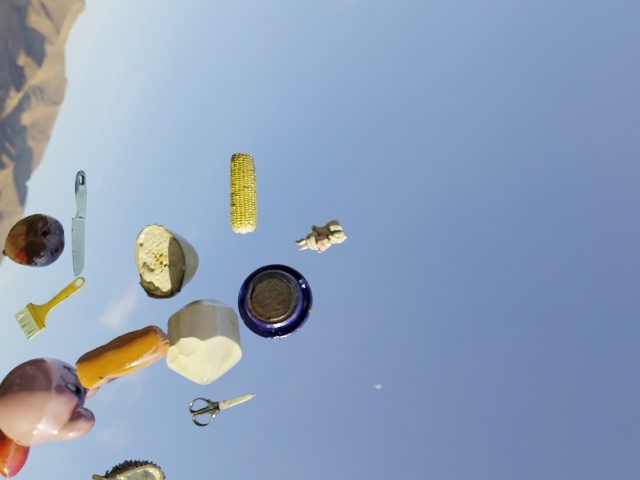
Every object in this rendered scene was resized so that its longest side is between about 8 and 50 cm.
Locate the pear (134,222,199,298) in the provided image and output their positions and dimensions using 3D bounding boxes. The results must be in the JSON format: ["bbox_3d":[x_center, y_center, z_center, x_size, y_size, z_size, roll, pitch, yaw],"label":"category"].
[{"bbox_3d":[-0.509,0.065,1.981,0.267,0.178,0.266,5,-81,34],"label":"pear"}]

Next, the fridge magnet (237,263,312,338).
[{"bbox_3d":[-0.159,0.210,1.975,0.112,0.266,0.265,78,18,-73],"label":"fridge magnet"}]

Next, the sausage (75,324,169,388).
[{"bbox_3d":[-0.487,0.283,1.402,0.238,0.098,0.098,-25,-138,-1],"label":"sausage"}]

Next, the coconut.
[{"bbox_3d":[-0.364,0.327,1.786,0.237,0.238,0.265,-39,-135,40],"label":"coconut"}]

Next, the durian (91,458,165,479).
[{"bbox_3d":[-0.462,0.572,1.326,0.091,0.188,0.148,11,-113,43],"label":"durian"}]

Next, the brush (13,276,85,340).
[{"bbox_3d":[-0.682,0.161,1.442,0.205,0.011,0.083,-38,-107,-1],"label":"brush"}]

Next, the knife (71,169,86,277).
[{"bbox_3d":[-0.675,-0.050,1.584,0.019,0.045,0.312,-13,-104,32],"label":"knife"}]

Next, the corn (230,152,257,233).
[{"bbox_3d":[-0.230,-0.142,1.689,0.081,0.081,0.248,-22,-115,50],"label":"corn"}]

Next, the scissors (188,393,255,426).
[{"bbox_3d":[-0.358,0.601,2.070,0.300,0.022,0.109,-24,-98,21],"label":"scissors"}]

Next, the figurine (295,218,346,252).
[{"bbox_3d":[-0.004,-0.009,1.637,0.146,0.081,0.098,-25,-179,3],"label":"figurine"}]

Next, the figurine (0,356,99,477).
[{"bbox_3d":[-0.741,0.421,1.470,0.262,0.211,0.269,-24,-145,3],"label":"figurine"}]

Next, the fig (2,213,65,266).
[{"bbox_3d":[-0.935,0.016,1.799,0.274,0.146,0.170,-17,-107,30],"label":"fig"}]
